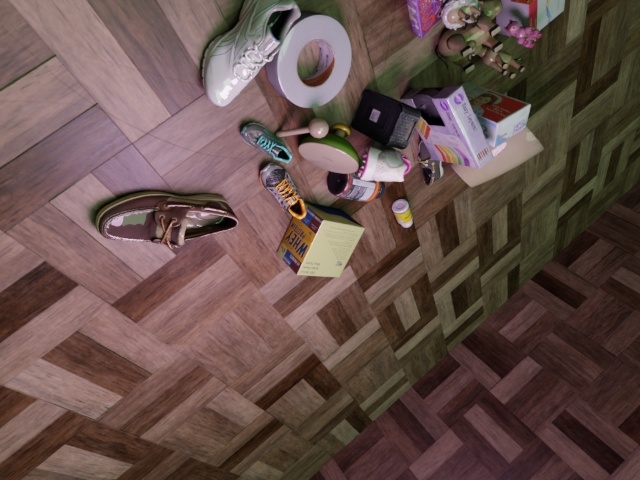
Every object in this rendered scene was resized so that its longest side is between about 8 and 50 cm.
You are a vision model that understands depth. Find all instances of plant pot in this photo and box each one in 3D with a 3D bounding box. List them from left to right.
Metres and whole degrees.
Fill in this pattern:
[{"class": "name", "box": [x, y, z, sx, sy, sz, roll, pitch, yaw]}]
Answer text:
[{"class": "plant pot", "box": [0.645, -0.341, 1.598, 0.274, 0.256, 0.256, -44, 141, 22]}]

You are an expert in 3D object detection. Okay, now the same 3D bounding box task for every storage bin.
[{"class": "storage bin", "box": [0.189, -0.357, 1.232, 0.084, 0.180, 0.122, 1, 120, -41]}]

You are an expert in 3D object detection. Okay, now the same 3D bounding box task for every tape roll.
[{"class": "tape roll", "box": [-0.029, -0.455, 1.060, 0.219, 0.072, 0.219, -21, 133, -25]}]

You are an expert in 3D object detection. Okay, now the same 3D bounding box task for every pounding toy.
[{"class": "pounding toy", "box": [0.022, -0.290, 1.186, 0.237, 0.183, 0.110, 29, 75, -44]}]

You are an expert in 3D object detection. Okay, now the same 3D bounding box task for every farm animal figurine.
[{"class": "farm animal figurine", "box": [0.500, -0.641, 1.289, 0.327, 0.172, 0.330, -25, 146, -5]}]

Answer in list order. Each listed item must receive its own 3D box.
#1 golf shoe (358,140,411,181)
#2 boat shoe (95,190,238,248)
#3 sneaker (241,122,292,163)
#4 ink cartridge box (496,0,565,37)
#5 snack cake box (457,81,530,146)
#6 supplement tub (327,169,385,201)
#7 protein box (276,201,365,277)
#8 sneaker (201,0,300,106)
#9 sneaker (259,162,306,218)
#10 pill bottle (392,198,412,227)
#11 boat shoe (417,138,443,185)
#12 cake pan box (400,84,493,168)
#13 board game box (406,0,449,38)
[{"class": "golf shoe", "box": [0.201, -0.232, 1.261, 0.306, 0.140, 0.115, -58, 161, -64]}, {"class": "boat shoe", "box": [-0.372, -0.045, 1.060, 0.342, 0.123, 0.123, -6, 125, -36]}, {"class": "sneaker", "box": [-0.136, -0.258, 1.122, 0.166, 0.076, 0.065, 21, 106, -46]}, {"class": "ink cartridge box", "box": [0.681, -0.766, 1.355, 0.176, 0.128, 0.127, -40, 138, -7]}, {"class": "snack cake box", "box": [0.530, -0.427, 1.394, 0.152, 0.264, 0.089, -30, 137, -17]}, {"class": "supplement tub", "box": [0.124, -0.184, 1.373, 0.198, 0.106, 0.106, 4, 119, -42]}, {"class": "protein box", "box": [0.000, 0.000, 1.391, 0.200, 0.136, 0.201, 8, 116, -43]}, {"class": "sneaker", "box": [-0.160, -0.429, 0.931, 0.111, 0.129, 0.297, 22, 107, -48]}, {"class": "sneaker", "box": [-0.101, -0.144, 1.237, 0.084, 0.083, 0.215, -42, 137, -3]}, {"class": "pill bottle", "box": [0.323, -0.102, 1.630, 0.065, 0.065, 0.116, -42, 139, -5]}, {"class": "boat shoe", "box": [0.396, -0.288, 1.531, 0.068, 0.081, 0.227, -45, 141, -7]}, {"class": "cake pan box", "box": [0.387, -0.357, 1.298, 0.070, 0.246, 0.267, -42, 119, -7]}, {"class": "board game box", "box": [0.298, -0.689, 1.048, 0.208, 0.056, 0.347, -44, 165, 11]}]
